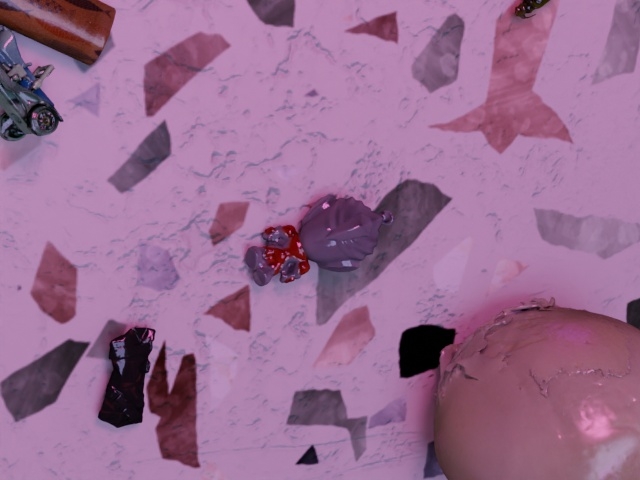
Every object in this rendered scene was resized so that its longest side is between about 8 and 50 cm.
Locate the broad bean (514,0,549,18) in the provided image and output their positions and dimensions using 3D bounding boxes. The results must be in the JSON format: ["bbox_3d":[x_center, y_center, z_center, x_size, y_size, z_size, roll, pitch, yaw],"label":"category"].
[{"bbox_3d":[0.300,-0.388,1.251,0.065,0.046,0.254,14,100,-16],"label":"broad bean"}]

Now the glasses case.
[{"bbox_3d":[-0.289,-0.234,1.012,0.170,0.041,0.064,23,94,-29],"label":"glasses case"}]

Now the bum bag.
[{"bbox_3d":[-0.219,0.156,1.168,0.058,0.034,0.124,1,105,-36],"label":"bum bag"}]

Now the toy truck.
[{"bbox_3d":[-0.308,-0.171,1.006,0.078,0.080,0.154,-52,122,-28],"label":"toy truck"}]

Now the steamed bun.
[{"bbox_3d":[0.312,0.209,1.291,0.334,0.312,0.233,-28,114,-20],"label":"steamed bun"}]

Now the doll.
[{"bbox_3d":[0.000,0.000,1.210,0.180,0.079,0.094,-21,90,-5],"label":"doll"}]
